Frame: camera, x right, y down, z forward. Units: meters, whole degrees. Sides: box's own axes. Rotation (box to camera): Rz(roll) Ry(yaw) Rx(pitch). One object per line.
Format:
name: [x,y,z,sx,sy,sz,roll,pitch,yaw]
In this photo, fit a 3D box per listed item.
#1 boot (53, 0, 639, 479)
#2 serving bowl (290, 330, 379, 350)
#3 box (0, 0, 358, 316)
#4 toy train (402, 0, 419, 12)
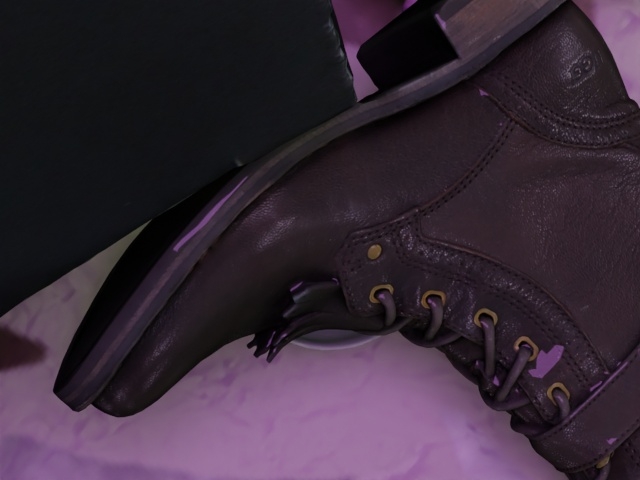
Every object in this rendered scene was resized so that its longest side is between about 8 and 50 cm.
boot: [0.065,0.040,0.701,0.263,0.091,0.229,-40,99,-13]
serving bowl: [0.000,0.000,0.746,0.083,0.027,0.083,1,86,-15]
box: [-0.318,-0.145,0.551,0.471,0.297,0.480,-32,72,-5]
toy train: [0.058,-0.148,0.778,0.125,0.046,0.166,-38,86,-11]
